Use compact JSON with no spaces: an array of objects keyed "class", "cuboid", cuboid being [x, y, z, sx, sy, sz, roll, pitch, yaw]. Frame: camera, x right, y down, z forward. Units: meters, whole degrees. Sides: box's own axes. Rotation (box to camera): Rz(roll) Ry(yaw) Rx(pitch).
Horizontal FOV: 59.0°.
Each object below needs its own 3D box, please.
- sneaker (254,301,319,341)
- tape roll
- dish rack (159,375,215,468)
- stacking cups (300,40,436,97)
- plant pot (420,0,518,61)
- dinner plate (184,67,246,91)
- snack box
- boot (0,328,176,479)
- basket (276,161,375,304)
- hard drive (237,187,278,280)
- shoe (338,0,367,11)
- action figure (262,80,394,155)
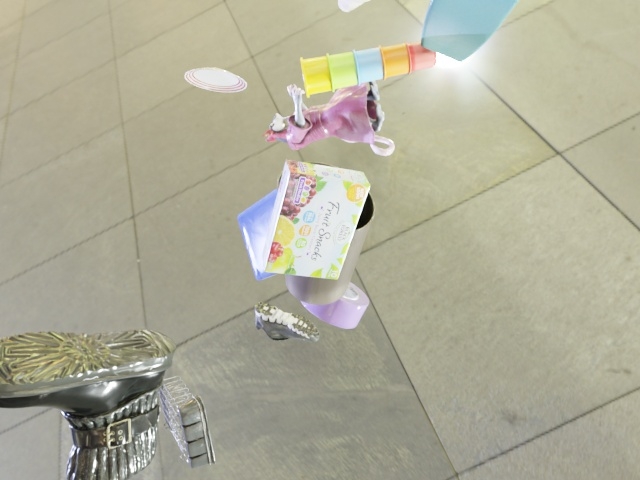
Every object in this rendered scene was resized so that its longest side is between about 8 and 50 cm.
[{"class":"sneaker","cuboid":[-0.115,0.290,1.858,0.234,0.106,0.078,22,30,10]},{"class":"tape roll","cuboid":[0.040,0.167,1.627,0.189,0.189,0.080,41,111,42]},{"class":"dish rack","cuboid":[-0.380,0.472,1.541,0.074,0.208,0.271,-16,24,-28]},{"class":"stacking cups","cuboid":[0.115,-0.408,1.343,0.316,0.096,0.096,-8,49,1]},{"class":"plant pot","cuboid":[0.315,-0.519,1.216,0.165,0.234,0.166,22,58,-3]},{"class":"dinner plate","cuboid":[-0.238,-0.369,1.291,0.141,0.141,0.017,4,86,28]},{"class":"snack box","cuboid":[-0.009,-0.022,0.696,0.100,0.141,0.037,6,32,-18]},{"class":"boot","cuboid":[-0.415,0.295,0.947,0.131,0.347,0.260,34,111,46]},{"class":"basket","cuboid":[0.000,0.000,1.061,0.154,0.227,0.204,-23,51,-27]},{"class":"hard drive","cuboid":[-0.131,-0.015,1.587,0.040,0.210,0.318,-15,-5,-32]},{"class":"shoe","cuboid":[0.062,-0.402,0.753,0.076,0.058,0.219,19,71,-12]},{"class":"action figure","cuboid":[0.008,-0.347,1.674,0.370,0.276,0.248,-19,20,17]}]
